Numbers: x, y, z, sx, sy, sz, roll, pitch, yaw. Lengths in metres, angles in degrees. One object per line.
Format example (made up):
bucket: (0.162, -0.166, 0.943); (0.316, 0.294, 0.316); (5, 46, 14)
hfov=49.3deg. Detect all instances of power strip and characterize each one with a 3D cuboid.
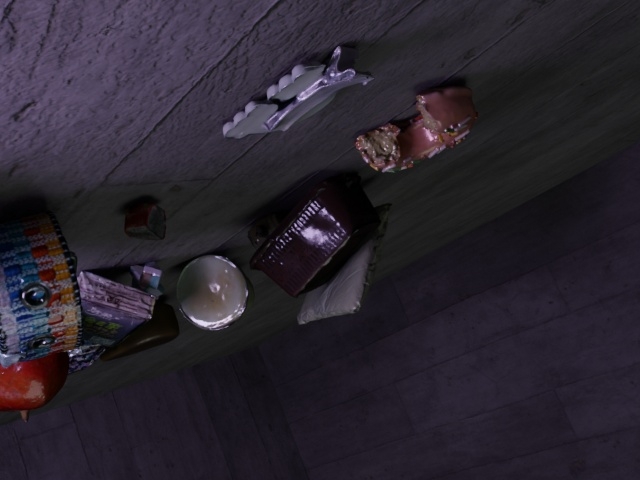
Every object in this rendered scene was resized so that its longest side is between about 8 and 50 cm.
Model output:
power strip: (-0.080, -0.011, 1.689); (0.092, 0.066, 0.387); (-38, 167, 11)

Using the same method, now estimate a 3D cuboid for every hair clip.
hair clip: (-0.026, -0.198, 0.992); (0.220, 0.054, 0.140); (-29, 172, 38)

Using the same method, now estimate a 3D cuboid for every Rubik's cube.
Rubik's cube: (-0.380, 0.085, 1.528); (0.075, 0.084, 0.073); (-2, 169, -5)

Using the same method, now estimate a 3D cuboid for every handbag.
handbag: (-0.656, 0.278, 1.756); (0.207, 0.127, 0.228); (-16, 175, -35)

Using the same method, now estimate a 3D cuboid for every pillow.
pillow: (0.058, 0.062, 1.663); (0.076, 0.281, 0.274); (29, 154, -21)

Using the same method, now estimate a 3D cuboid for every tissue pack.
tissue pack: (-0.480, 0.156, 1.513); (0.173, 0.073, 0.235); (22, 146, -26)

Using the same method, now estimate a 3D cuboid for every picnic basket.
picnic basket: (0.000, 0.000, 1.523); (0.297, 0.129, 0.222); (-47, 165, 29)

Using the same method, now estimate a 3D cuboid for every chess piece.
chess piece: (-0.247, 0.137, 1.807); (0.182, 0.183, 0.330); (-23, 174, 1)

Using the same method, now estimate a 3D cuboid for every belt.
belt: (-0.438, 0.075, 1.050); (0.149, 0.207, 0.257); (-14, 158, -27)

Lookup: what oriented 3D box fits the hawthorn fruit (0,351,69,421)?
hawthorn fruit: (-0.596, 0.238, 1.377); (0.215, 0.250, 0.215); (-8, -164, 2)

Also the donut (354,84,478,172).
donut: (0.190, -0.202, 1.290); (0.199, 0.085, 0.232); (-13, 167, -43)

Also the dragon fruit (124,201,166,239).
dragon fruit: (-0.302, -0.035, 1.190); (0.060, 0.056, 0.083); (-2, 166, 13)

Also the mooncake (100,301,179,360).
mooncake: (-0.495, 0.243, 1.918); (0.234, 0.117, 0.235); (-23, 172, -3)
